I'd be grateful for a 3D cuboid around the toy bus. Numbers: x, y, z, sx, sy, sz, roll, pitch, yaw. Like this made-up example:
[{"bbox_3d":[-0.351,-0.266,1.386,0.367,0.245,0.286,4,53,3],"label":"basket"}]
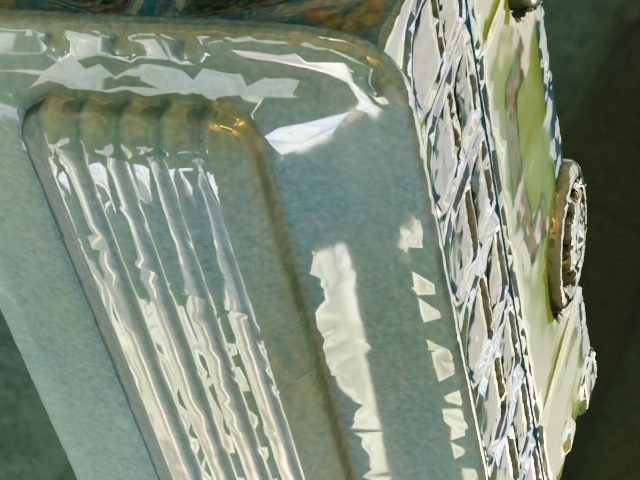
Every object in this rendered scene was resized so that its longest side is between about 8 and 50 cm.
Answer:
[{"bbox_3d":[0.000,0.000,0.612,0.312,0.152,0.190,75,27,-44],"label":"toy bus"}]
